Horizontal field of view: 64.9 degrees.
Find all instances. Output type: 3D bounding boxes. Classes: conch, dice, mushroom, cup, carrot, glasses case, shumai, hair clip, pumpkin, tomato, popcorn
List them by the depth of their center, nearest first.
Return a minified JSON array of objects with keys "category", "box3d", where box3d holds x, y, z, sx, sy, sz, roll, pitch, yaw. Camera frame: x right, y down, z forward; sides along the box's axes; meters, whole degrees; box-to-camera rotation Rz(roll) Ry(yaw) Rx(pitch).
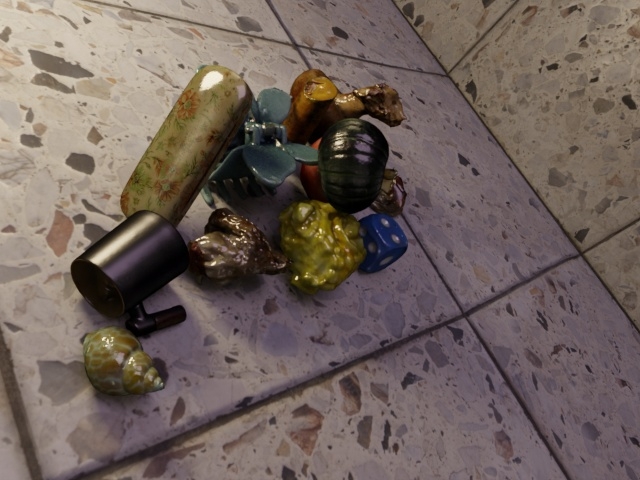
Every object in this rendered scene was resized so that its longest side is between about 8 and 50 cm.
[{"category":"conch","box3d":[-0.380,0.224,0.944,0.116,0.106,0.173,31,23,-45]},{"category":"cup","box3d":[-0.365,0.074,1.036,0.239,0.166,0.177,43,43,-1]},{"category":"glasses case","box3d":[-0.313,-0.214,1.179,0.156,0.425,0.098,30,-3,18]},{"category":"shumai","box3d":[-0.217,0.049,1.220,0.218,0.184,0.185,45,73,-18]},{"category":"pumpkin","box3d":[0.094,-0.192,1.314,0.216,0.249,0.250,15,41,6]},{"category":"popcorn","box3d":[0.000,0.000,1.370,0.250,0.235,0.242,65,13,-7]},{"category":"hair clip","box3d":[-0.192,-0.254,1.407,0.318,0.238,0.392,-17,69,-48]},{"category":"carrot","box3d":[-0.064,-0.365,1.563,0.114,0.302,0.114,21,43,-22]},{"category":"tomato","box3d":[0.058,-0.211,1.574,0.265,0.265,0.264,23,44,-25]},{"category":"dice","box3d":[0.174,0.007,1.575,0.143,0.146,0.146,-3,59,-45]},{"category":"mushroom","box3d":[0.061,-0.459,1.707,0.331,0.356,0.334,24,37,-22]},{"category":"shumai","box3d":[0.247,-0.186,1.827,0.201,0.120,0.201,21,48,-25]}]
